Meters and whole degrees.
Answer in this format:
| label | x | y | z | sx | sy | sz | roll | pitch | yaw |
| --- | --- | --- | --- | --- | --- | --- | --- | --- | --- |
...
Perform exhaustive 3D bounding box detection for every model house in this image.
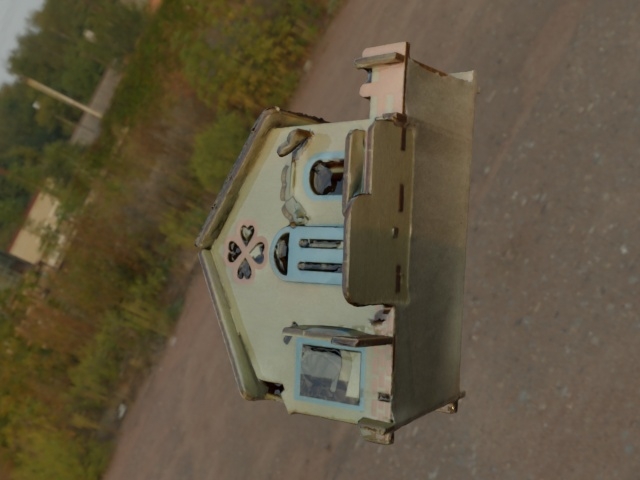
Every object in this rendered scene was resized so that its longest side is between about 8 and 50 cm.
| label | x | y | z | sx | sy | sz | roll | pitch | yaw |
| --- | --- | --- | --- | --- | --- | --- | --- | --- | --- |
| model house | 0.000 | 0.000 | 0.815 | 0.244 | 0.169 | 0.326 | 2 | 89 | 46 |
